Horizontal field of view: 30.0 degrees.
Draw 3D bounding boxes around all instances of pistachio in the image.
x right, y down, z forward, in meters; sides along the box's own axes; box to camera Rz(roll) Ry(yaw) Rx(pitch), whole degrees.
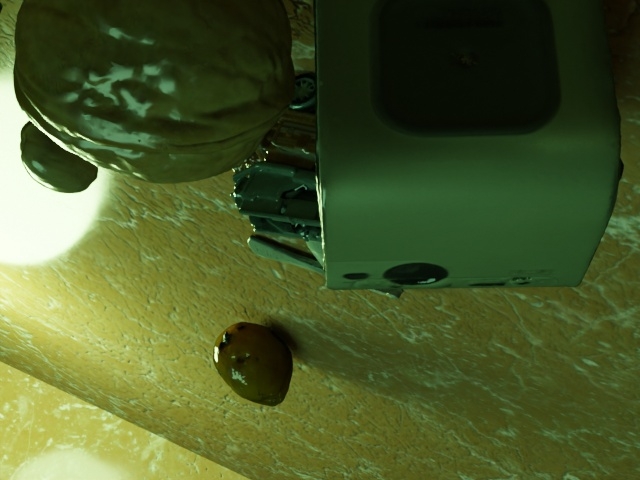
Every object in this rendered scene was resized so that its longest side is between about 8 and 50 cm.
[{"bbox_3d":[-0.421,-0.136,1.918,0.113,0.113,0.149,4,162,44],"label":"pistachio"}]

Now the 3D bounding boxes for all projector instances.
[{"bbox_3d":[0.120,-0.099,1.094,0.249,0.248,0.249,-1,154,0],"label":"projector"}]

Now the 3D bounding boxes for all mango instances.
[{"bbox_3d":[-0.125,0.250,2.316,0.151,0.156,0.249,-13,146,3],"label":"mango"}]

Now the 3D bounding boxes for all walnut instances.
[{"bbox_3d":[-0.179,-0.199,1.308,0.313,0.277,0.252,19,-167,6],"label":"walnut"}]

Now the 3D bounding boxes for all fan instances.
[{"bbox_3d":[0.006,0.046,1.911,0.282,0.023,0.057,19,154,23],"label":"fan"}]

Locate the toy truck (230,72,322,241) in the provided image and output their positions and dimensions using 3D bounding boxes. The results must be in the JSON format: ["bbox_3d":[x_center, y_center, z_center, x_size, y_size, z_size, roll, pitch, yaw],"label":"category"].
[{"bbox_3d":[0.067,-0.069,1.398,0.338,0.184,0.133,15,154,30],"label":"toy truck"}]

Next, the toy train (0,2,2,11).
[{"bbox_3d":[-0.556,-0.360,1.561,0.178,0.139,0.330,7,150,33],"label":"toy train"}]

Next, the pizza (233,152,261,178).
[{"bbox_3d":[-0.084,-0.117,1.609,0.194,0.069,0.154,28,158,-2],"label":"pizza"}]

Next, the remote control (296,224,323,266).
[{"bbox_3d":[0.000,0.000,1.809,0.061,0.029,0.162,8,149,36],"label":"remote control"}]
